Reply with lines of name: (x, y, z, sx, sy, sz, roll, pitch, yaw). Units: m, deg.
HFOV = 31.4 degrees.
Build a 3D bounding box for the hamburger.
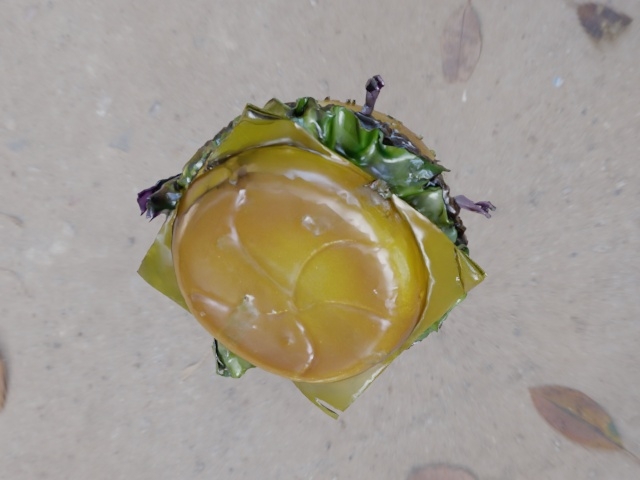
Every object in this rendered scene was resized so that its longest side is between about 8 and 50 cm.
hamburger: (-0.004, 0.001, 0.594, 0.164, 0.093, 0.189, 46, 124, -12)
